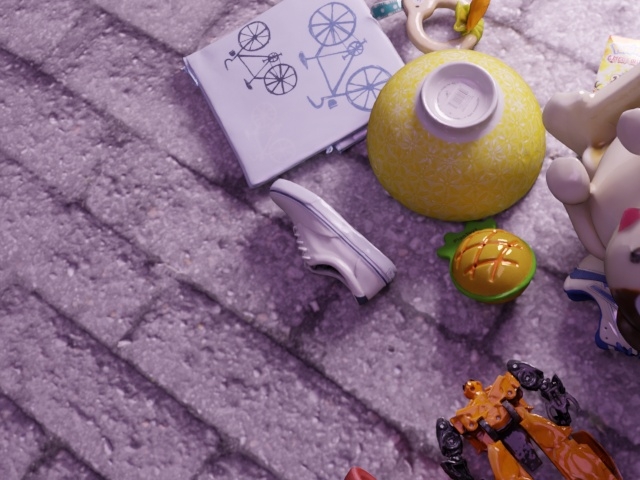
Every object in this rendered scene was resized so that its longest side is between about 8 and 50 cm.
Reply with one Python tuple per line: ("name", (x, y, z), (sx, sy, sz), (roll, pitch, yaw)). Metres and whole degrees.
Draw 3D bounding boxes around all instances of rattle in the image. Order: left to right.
("rattle", (0.175, -0.393, 1.837), (0.199, 0.143, 0.130), (39, 91, 12))

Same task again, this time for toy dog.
("toy dog", (0.471, -0.032, 1.482), (0.284, 0.395, 0.408), (-26, 30, 31))

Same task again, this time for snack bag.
("snack bag", (-0.035, -0.274, 1.913), (0.342, 0.037, 0.323), (-30, 64, 1))

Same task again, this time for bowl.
("bowl", (0.213, -0.190, 1.721), (0.289, 0.156, 0.289), (-1, 68, 3))

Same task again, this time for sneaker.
("sneaker", (0.000, 0.000, 1.762), (0.258, 0.094, 0.091), (40, 79, 24))
("sneaker", (0.468, 0.136, 1.587), (0.131, 0.112, 0.296), (-40, 57, 9))

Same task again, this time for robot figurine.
("robot figurine", (0.299, 0.313, 1.562), (0.211, 0.085, 0.291), (-38, 65, -2))

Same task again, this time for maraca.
("maraca", (0.251, 0.028, 1.685), (0.127, 0.099, 0.186), (-28, 39, -6))

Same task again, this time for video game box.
("video game box", (0.527, -0.217, 1.732), (0.205, 0.048, 0.187), (14, 71, 20))

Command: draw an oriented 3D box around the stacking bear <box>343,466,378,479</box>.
("stacking bear", (-0.001, 0.471, 1.547), (0.289, 0.175, 0.164), (-45, 65, 3))
